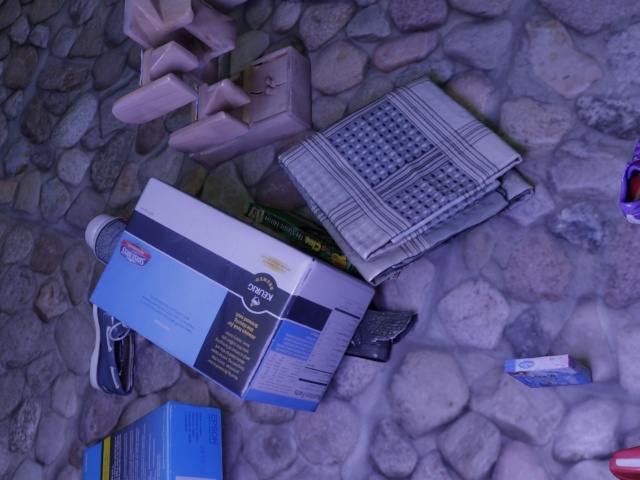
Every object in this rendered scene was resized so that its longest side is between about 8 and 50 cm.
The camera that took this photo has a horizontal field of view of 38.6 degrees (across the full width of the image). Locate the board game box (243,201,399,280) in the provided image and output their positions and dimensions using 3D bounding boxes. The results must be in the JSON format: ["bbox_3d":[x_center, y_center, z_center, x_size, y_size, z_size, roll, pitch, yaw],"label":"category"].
[{"bbox_3d":[0.000,0.000,1.529,0.259,0.136,0.030,28,102,41],"label":"board game box"}]

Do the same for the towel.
[{"bbox_3d":[0.129,-0.112,1.447,0.312,0.056,0.324,-29,53,-11],"label":"towel"}]

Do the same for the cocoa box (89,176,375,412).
[{"bbox_3d":[-0.139,0.087,1.438,0.347,0.231,0.228,26,89,31],"label":"cocoa box"}]

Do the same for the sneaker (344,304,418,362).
[{"bbox_3d":[0.069,0.144,1.474,0.170,0.051,0.089,8,75,34],"label":"sneaker"}]

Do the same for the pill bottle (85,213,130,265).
[{"bbox_3d":[-0.393,0.013,1.835,0.180,0.108,0.108,28,88,40],"label":"pill bottle"}]

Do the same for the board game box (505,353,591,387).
[{"bbox_3d":[0.312,0.180,1.247,0.090,0.090,0.020,-12,62,33],"label":"board game box"}]

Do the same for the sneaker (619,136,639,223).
[{"bbox_3d":[0.461,-0.108,1.273,0.068,0.071,0.170,9,76,39],"label":"sneaker"}]

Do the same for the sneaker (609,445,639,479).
[{"bbox_3d":[0.469,0.235,1.126,0.221,0.087,0.128,-7,58,22],"label":"sneaker"}]

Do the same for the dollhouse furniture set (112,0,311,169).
[{"bbox_3d":[-0.232,-0.316,1.668,0.256,0.394,0.362,-17,61,31],"label":"dollhouse furniture set"}]

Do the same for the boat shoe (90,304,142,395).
[{"bbox_3d":[-0.386,0.173,1.740,0.079,0.095,0.255,11,98,22],"label":"boat shoe"}]

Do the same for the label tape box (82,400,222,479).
[{"bbox_3d":[-0.293,0.439,1.562,0.333,0.106,0.241,-33,52,45],"label":"label tape box"}]
